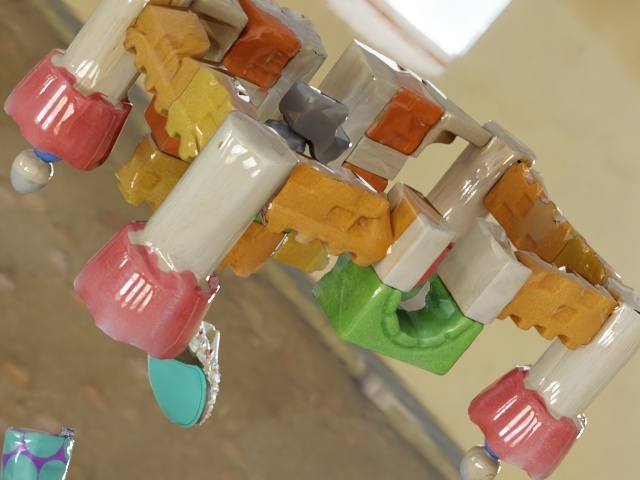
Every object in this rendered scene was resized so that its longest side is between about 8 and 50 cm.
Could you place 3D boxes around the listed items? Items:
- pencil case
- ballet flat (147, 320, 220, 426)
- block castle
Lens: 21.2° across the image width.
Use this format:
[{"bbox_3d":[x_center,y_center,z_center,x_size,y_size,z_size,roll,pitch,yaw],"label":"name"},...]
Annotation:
[{"bbox_3d":[-0.263,0.247,1.574,0.070,0.064,0.151,15,-106,-40],"label":"pencil case"},{"bbox_3d":[-0.139,0.093,1.746,0.091,0.241,0.077,20,-129,25],"label":"ballet flat"},{"bbox_3d":[0.000,0.000,1.277,0.453,0.213,0.303,21,-154,-38],"label":"block castle"}]
